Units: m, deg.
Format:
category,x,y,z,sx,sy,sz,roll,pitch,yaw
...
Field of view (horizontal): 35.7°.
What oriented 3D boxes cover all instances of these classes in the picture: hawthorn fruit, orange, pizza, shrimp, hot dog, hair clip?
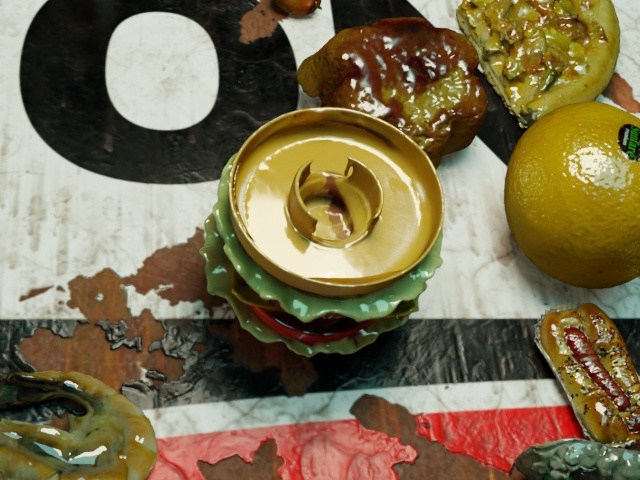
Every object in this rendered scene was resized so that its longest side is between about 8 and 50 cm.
category,x,y,z,sx,sy,sz,roll,pitch,yaw
hawthorn fruit,-0.034,-0.369,1.469,0.077,0.077,0.077,5,56,-8
orange,0.338,-0.056,1.246,0.236,0.236,0.236,5,56,-8
pizza,0.369,-0.291,1.494,0.269,0.087,0.257,-14,63,-22
shrimp,-0.294,0.191,1.046,0.254,0.059,0.145,18,52,0
hot dog,0.333,0.160,1.197,0.108,0.059,0.191,-15,63,-15
hair clip,0.379,0.276,1.085,0.322,0.138,0.091,4,67,-8

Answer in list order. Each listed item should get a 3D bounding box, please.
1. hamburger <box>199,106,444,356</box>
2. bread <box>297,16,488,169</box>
category,x,y,z,sx,sy,sz,roll,pitch,yaw
hamburger,0.000,0.000,1.139,0.275,0.212,0.274,6,58,-10
bread,0.110,-0.191,1.339,0.247,0.135,0.232,-11,73,-21
